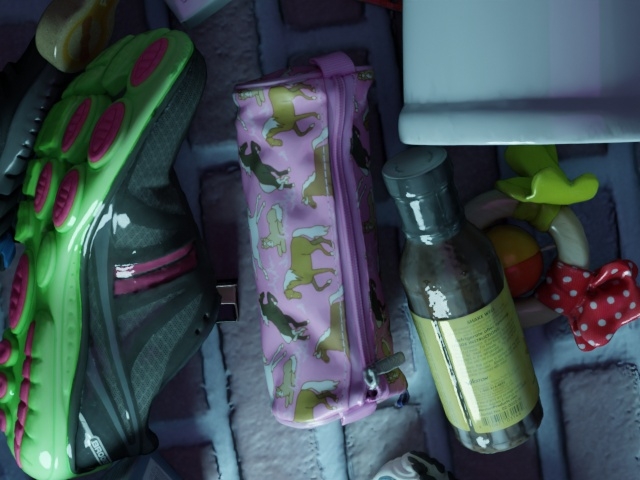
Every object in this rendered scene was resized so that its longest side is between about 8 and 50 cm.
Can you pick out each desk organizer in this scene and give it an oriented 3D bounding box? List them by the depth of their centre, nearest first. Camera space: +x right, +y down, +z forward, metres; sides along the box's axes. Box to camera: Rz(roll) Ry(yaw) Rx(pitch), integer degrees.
[{"bbox_3d":[-0.156,0.074,1.370,0.130,0.047,0.050,-3,96,-1],"label":"desk organizer"}]

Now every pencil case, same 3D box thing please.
[{"bbox_3d":[0.000,0.000,1.305,0.167,0.160,0.386,-7,92,22],"label":"pencil case"}]

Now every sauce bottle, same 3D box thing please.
[{"bbox_3d":[0.149,0.064,1.288,0.111,0.111,0.344,-20,118,0],"label":"sauce bottle"}]

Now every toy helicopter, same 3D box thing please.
[{"bbox_3d":[-0.184,-0.323,1.172,0.140,0.235,0.355,34,104,18],"label":"toy helicopter"}]

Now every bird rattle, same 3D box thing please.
[{"bbox_3d":[0.241,0.017,1.362,0.206,0.143,0.254,-19,111,14],"label":"bird rattle"}]

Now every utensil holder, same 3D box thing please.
[{"bbox_3d":[0.238,-0.292,1.211,0.327,0.327,0.386,-1,95,-1],"label":"utensil holder"}]

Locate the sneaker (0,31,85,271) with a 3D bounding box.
[{"bbox_3d":[-0.352,-0.123,1.315,0.139,0.125,0.341,27,88,7],"label":"sneaker"}]

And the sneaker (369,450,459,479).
[{"bbox_3d":[0.157,0.362,1.385,0.110,0.107,0.275,-42,89,20],"label":"sneaker"}]

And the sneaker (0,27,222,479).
[{"bbox_3d":[-0.200,0.015,1.259,0.202,0.185,0.483,6,109,-35],"label":"sneaker"}]

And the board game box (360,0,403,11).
[{"bbox_3d":[0.112,-0.385,1.357,0.124,0.039,0.260,14,95,-3],"label":"board game box"}]

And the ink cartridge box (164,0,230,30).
[{"bbox_3d":[-0.148,-0.359,1.323,0.153,0.087,0.208,-35,93,0],"label":"ink cartridge box"}]

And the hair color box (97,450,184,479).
[{"bbox_3d":[-0.300,0.398,1.315,0.374,0.185,0.113,-42,95,1],"label":"hair color box"}]
